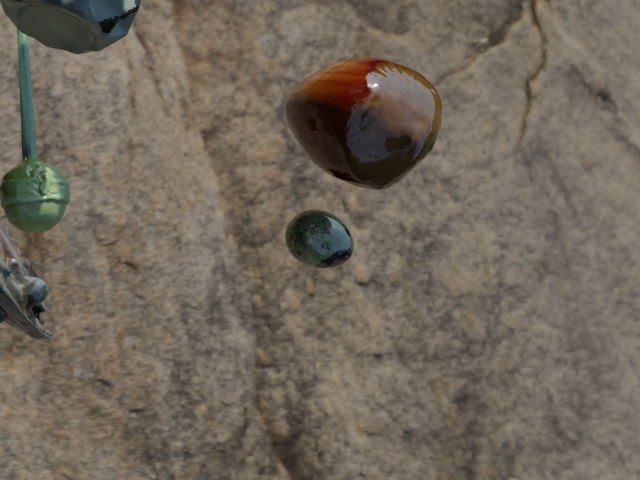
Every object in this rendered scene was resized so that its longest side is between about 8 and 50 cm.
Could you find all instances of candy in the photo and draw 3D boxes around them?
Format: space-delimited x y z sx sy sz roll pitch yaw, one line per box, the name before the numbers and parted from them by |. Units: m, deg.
candy | -0.389 -0.176 1.374 0.093 0.092 0.335 -5 91 -20

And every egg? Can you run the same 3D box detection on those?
egg | 0.000 0.000 1.520 0.110 0.085 0.085 29 64 -28

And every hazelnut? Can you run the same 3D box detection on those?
hazelnut | 0.059 -0.157 1.442 0.210 0.210 0.186 -14 68 -42

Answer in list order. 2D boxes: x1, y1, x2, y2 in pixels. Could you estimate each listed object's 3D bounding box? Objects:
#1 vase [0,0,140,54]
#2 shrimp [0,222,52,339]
vase | -0.256 -0.403 1.213 0.165 0.165 0.360 27 68 -35
shrimp | -0.286 -0.003 0.645 0.164 0.062 0.317 -48 133 -10
